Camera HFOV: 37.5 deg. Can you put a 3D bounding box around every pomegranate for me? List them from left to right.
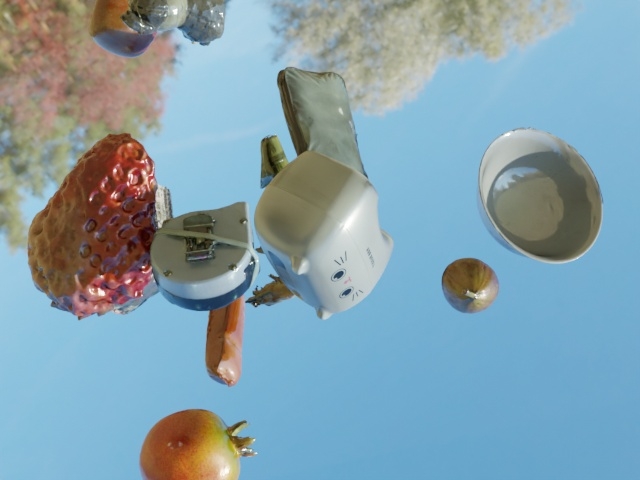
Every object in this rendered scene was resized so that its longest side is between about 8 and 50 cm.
[{"bbox_3d":[-0.258,0.463,2.021,0.257,0.220,0.221,-22,-153,-1],"label":"pomegranate"}]

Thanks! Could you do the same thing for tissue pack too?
[{"bbox_3d":[-0.510,0.017,2.612,0.245,0.123,0.332,-35,-132,28],"label":"tissue pack"},{"bbox_3d":[0.000,0.000,1.943,0.229,0.333,0.236,29,-109,28],"label":"tissue pack"}]

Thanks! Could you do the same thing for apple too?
[{"bbox_3d":[-0.501,-0.559,2.408,0.181,0.169,0.180,-167,-90,-70],"label":"apple"}]

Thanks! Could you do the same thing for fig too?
[{"bbox_3d":[0.225,0.075,1.405,0.089,0.088,0.125,-26,-170,11],"label":"fig"}]

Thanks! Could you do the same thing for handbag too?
[{"bbox_3d":[0.008,-0.258,2.215,0.192,0.332,0.075,1,157,-37],"label":"handbag"}]

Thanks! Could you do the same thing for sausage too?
[{"bbox_3d":[-0.248,0.236,2.441,0.094,0.097,0.348,-23,-140,22],"label":"sausage"}]

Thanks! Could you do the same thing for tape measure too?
[{"bbox_3d":[-0.193,0.027,1.577,0.182,0.107,0.181,-11,-135,-8],"label":"tape measure"}]

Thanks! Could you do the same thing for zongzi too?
[{"bbox_3d":[-0.116,-0.169,2.039,0.052,0.104,0.113,-23,-175,-38],"label":"zongzi"}]

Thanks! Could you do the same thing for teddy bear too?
[{"bbox_3d":[-0.325,-0.526,2.052,0.144,0.251,0.171,33,-70,44],"label":"teddy bear"}]

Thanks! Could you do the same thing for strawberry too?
[{"bbox_3d":[-0.410,-0.031,1.660,0.149,0.336,0.265,0,-153,-46],"label":"strawberry"}]

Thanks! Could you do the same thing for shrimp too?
[{"bbox_3d":[-0.126,0.085,2.295,0.046,0.152,0.219,-17,171,-47],"label":"shrimp"}]

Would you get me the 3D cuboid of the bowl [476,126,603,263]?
[{"bbox_3d":[0.499,-0.086,2.295,0.345,0.345,0.157,-47,-179,-28],"label":"bowl"}]
